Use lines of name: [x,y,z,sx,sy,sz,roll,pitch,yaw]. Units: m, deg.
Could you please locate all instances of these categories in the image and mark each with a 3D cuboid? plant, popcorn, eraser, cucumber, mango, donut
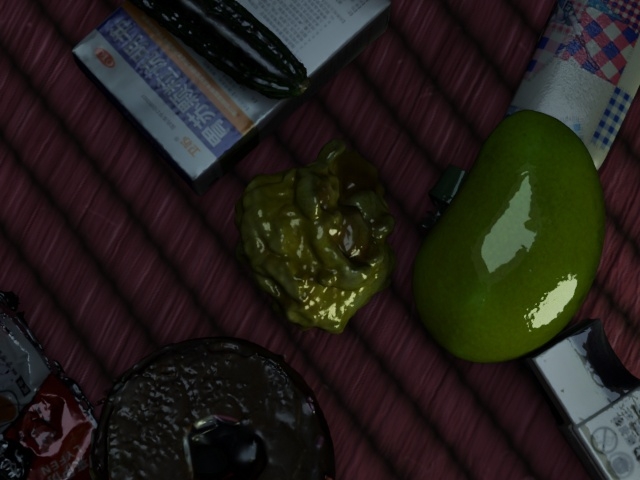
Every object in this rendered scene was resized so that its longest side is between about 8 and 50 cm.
plant: [0.138,-0.033,1.396,0.051,0.051,0.102,27,90,2]
popcorn: [0.003,-0.001,1.320,0.155,0.197,0.197,-19,83,25]
eraser: [0.364,0.278,1.340,0.098,0.096,0.404,-31,84,-4]
cucumber: [-0.122,-0.230,1.294,0.265,0.077,0.077,39,83,2]
mango: [0.212,0.007,1.328,0.185,0.149,0.273,30,96,-13]
donut: [-0.111,0.230,1.296,0.270,0.103,0.269,6,67,-14]

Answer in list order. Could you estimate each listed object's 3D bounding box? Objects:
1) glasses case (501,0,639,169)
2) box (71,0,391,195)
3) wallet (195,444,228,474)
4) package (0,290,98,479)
glasses case: [0.313,-0.221,1.410,0.125,0.076,0.327,26,84,0]
box: [-0.095,-0.225,1.384,0.299,0.106,0.200,-43,86,-5]
wallet: [-0.216,0.340,1.294,0.321,0.044,0.170,-19,72,-24]
package: [-0.357,0.190,1.348,0.194,0.071,0.269,-30,97,-3]
